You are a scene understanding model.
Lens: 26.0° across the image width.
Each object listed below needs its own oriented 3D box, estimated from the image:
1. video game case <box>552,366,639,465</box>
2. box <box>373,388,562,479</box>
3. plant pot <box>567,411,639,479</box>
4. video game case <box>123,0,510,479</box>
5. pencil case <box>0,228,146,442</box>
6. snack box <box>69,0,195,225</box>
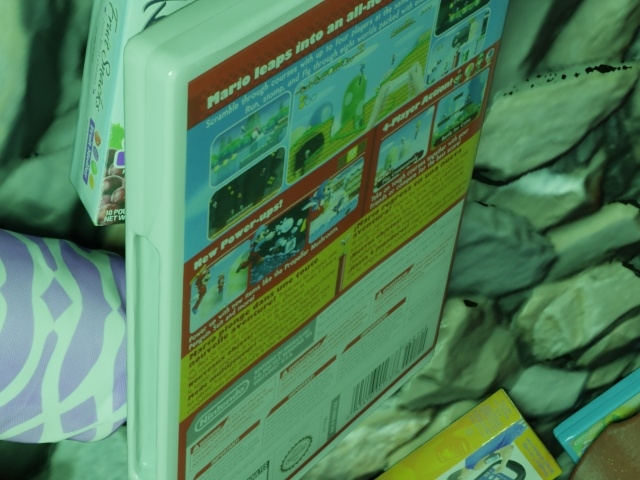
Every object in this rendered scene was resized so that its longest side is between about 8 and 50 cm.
[{"bbox_3d":[0.226,0.128,0.900,0.119,0.015,0.166,-36,138,2],"label":"video game case"},{"bbox_3d":[0.071,0.152,0.818,0.136,0.028,0.081,-38,138,2],"label":"box"},{"bbox_3d":[0.293,0.219,0.816,0.272,0.265,0.272,-17,136,-17],"label":"plant pot"},{"bbox_3d":[0.000,0.000,0.566,0.204,0.025,0.285,-37,148,-37],"label":"video game case"},{"bbox_3d":[-0.161,0.026,0.513,0.206,0.088,0.086,17,110,-39],"label":"pencil case"},{"bbox_3d":[-0.038,-0.074,0.534,0.100,0.037,0.141,-7,131,-29],"label":"snack box"}]
